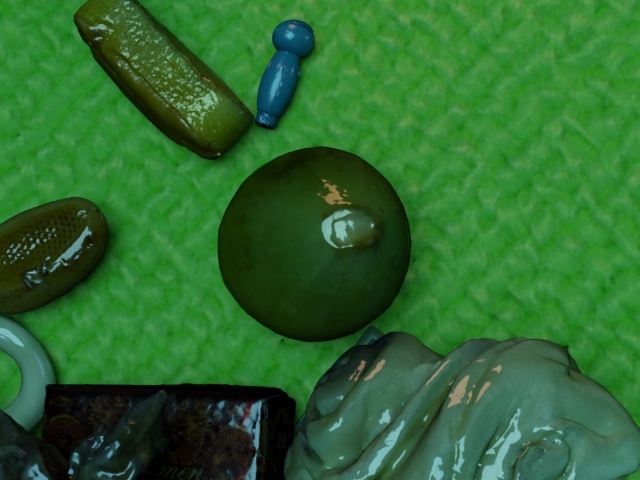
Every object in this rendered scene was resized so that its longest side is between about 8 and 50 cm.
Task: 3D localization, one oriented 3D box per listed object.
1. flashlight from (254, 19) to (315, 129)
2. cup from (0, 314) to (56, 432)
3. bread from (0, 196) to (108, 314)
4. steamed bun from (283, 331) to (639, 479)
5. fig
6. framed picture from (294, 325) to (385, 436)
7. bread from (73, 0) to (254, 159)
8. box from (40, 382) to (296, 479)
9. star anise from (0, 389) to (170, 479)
[{"bbox_3d":[-0.045,-0.192,1.524,0.051,0.051,0.129,18,86,12],"label":"flashlight"},{"bbox_3d":[-0.431,0.192,1.468,0.202,0.173,0.255,41,91,11],"label":"cup"},{"bbox_3d":[-0.323,0.020,1.527,0.189,0.077,0.114,-25,58,6],"label":"bread"},{"bbox_3d":[0.093,0.203,1.280,0.394,0.346,0.237,-34,82,23],"label":"steamed bun"},{"bbox_3d":[0.003,-0.006,1.403,0.207,0.230,0.207,14,51,-18],"label":"fig"},{"bbox_3d":[0.056,0.276,1.452,0.232,0.019,0.296,36,89,13],"label":"framed picture"},{"bbox_3d":[-0.185,-0.192,1.522,0.094,0.102,0.245,-45,78,-1],"label":"bread"},{"bbox_3d":[-0.174,0.359,1.418,0.264,0.116,0.415,0,81,17],"label":"box"},{"bbox_3d":[-0.236,0.279,1.331,0.315,0.108,0.315,-1,89,21],"label":"star anise"}]
